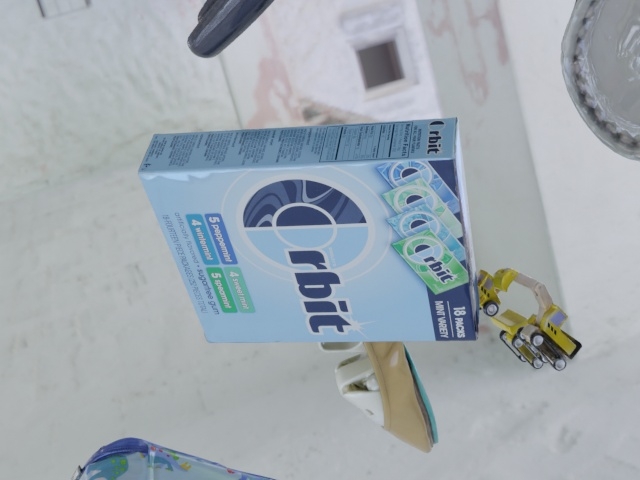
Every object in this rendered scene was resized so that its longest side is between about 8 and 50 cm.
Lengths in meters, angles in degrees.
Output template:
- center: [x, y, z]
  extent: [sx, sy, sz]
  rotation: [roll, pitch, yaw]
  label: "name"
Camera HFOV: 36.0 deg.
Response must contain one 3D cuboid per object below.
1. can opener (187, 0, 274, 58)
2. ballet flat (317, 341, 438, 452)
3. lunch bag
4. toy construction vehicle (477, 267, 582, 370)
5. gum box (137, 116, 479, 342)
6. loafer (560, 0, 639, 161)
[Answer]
- center: [-0.024, -0.169, 0.593]
  extent: [0.186, 0.073, 0.059]
  rotation: [-35, -158, 37]
  label: "can opener"
- center: [0.036, 0.081, 0.757]
  extent: [0.073, 0.232, 0.080]
  rotation: [-18, -147, -4]
  label: "ballet flat"
- center: [-0.134, 0.277, 0.897]
  extent: [0.219, 0.176, 0.090]
  rotation: [19, -146, -21]
  label: "lunch bag"
- center: [0.140, 0.051, 0.681]
  extent: [0.035, 0.098, 0.086]
  rotation: [-46, -165, -5]
  label: "toy construction vehicle"
- center: [0.000, 0.000, 0.612]
  extent: [0.184, 0.157, 0.041]
  rotation: [-2, -135, 14]
  label: "gum box"
- center: [0.149, -0.111, 0.225]
  extent: [0.111, 0.112, 0.319]
  rotation: [-36, 169, -33]
  label: "loafer"
